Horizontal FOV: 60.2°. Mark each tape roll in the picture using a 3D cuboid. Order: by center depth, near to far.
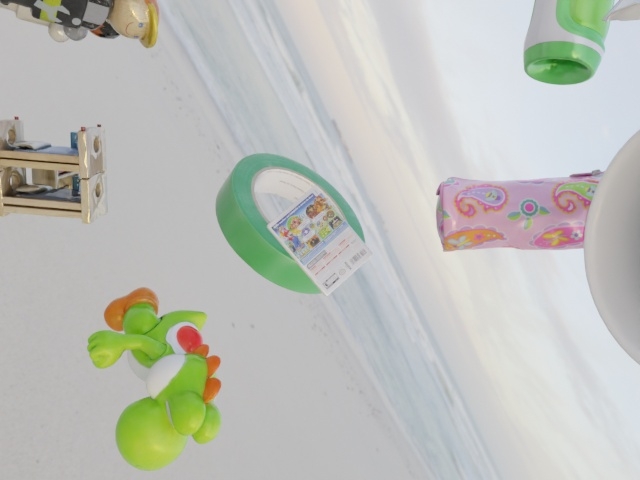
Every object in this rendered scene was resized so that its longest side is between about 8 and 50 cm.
[{"bbox_3d":[-0.056,-0.041,1.139,0.321,0.077,0.321,26,37,-22],"label":"tape roll"}]

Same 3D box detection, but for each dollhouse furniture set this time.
[{"bbox_3d":[-0.367,-0.114,0.811,0.184,0.129,0.129,-86,-178,-74],"label":"dollhouse furniture set"}]

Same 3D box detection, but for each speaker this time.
[{"bbox_3d":[0.416,-0.415,0.898,0.131,0.131,0.297,31,71,-78],"label":"speaker"}]

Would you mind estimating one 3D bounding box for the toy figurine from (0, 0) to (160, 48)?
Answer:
[{"bbox_3d":[-0.219,-0.294,0.525,0.213,0.148,0.210,23,-74,52],"label":"toy figurine"}]

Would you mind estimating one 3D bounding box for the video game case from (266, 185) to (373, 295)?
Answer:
[{"bbox_3d":[0.000,0.000,0.732,0.122,0.087,0.011,50,-12,-3],"label":"video game case"}]

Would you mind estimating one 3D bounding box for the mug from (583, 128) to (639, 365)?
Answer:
[{"bbox_3d":[0.506,0.039,0.512,0.374,0.327,0.276,-113,-147,-50],"label":"mug"}]

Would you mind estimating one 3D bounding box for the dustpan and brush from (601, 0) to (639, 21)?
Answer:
[{"bbox_3d":[0.402,-0.277,0.527,0.211,0.147,0.060,22,-27,47],"label":"dustpan and brush"}]

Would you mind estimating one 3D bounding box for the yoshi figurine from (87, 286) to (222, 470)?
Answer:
[{"bbox_3d":[-0.287,0.238,0.927,0.362,0.203,0.203,36,-62,55],"label":"yoshi figurine"}]

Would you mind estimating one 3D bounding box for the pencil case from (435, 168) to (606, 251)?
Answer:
[{"bbox_3d":[0.320,-0.044,0.840,0.124,0.283,0.124,-2,90,-78],"label":"pencil case"}]
